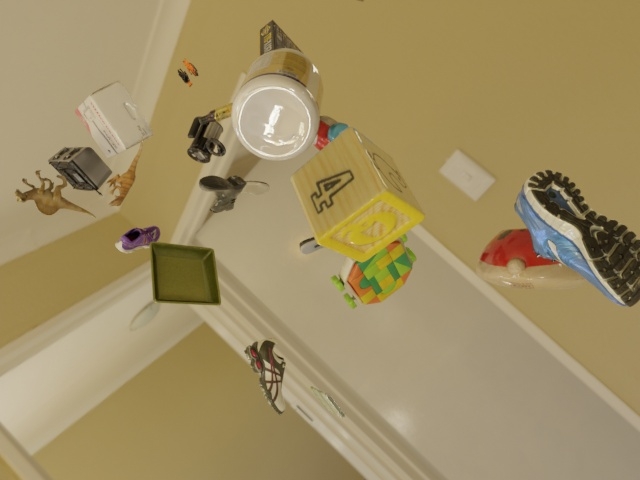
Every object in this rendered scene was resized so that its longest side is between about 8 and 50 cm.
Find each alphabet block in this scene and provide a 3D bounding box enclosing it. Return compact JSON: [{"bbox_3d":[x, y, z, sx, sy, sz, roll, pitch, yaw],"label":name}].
[{"bbox_3d":[0.081,-0.096,1.110,0.193,0.197,0.192,-39,-35,24],"label":"alphabet block"}]

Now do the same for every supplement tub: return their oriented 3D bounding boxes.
[{"bbox_3d":[-0.114,-0.407,1.440,0.241,0.241,0.331,-52,19,32],"label":"supplement tub"}]

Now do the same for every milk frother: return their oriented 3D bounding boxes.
[{"bbox_3d":[-0.368,-0.346,1.694,0.129,0.143,0.134,91,-166,-65],"label":"milk frother"}]

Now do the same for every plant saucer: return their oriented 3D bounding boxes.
[{"bbox_3d":[-0.381,0.102,1.376,0.188,0.188,0.045,8,-38,-34],"label":"plant saucer"}]

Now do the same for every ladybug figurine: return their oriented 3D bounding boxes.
[{"bbox_3d":[0.612,0.049,1.426,0.449,0.305,0.161,2,-90,-60],"label":"ladybug figurine"}]

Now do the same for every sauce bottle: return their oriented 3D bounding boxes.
[{"bbox_3d":[-0.329,-0.406,1.604,0.128,0.042,0.042,-22,-7,2],"label":"sauce bottle"}]

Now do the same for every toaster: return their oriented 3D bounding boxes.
[{"bbox_3d":[-0.925,-0.275,1.927,0.110,0.168,0.185,-60,-41,-30],"label":"toaster"}]

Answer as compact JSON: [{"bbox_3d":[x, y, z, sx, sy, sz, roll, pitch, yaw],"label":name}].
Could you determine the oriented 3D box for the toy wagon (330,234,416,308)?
[{"bbox_3d":[0.159,0.071,1.539,0.267,0.068,0.344,-38,-41,-3],"label":"toy wagon"}]

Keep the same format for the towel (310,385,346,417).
[{"bbox_3d":[0.026,0.581,1.801,0.023,0.113,0.152,-39,11,-21],"label":"towel"}]

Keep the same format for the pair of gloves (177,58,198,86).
[{"bbox_3d":[-0.479,-0.606,1.795,0.083,0.074,0.010,-36,8,42],"label":"pair of gloves"}]

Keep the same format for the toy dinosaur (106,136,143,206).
[{"bbox_3d":[-0.549,-0.183,1.423,0.112,0.064,0.211,-3,67,41],"label":"toy dinosaur"}]

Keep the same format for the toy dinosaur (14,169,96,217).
[{"bbox_3d":[-0.593,-0.098,1.099,0.053,0.092,0.183,-14,-17,29],"label":"toy dinosaur"}]

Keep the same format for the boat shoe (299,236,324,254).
[{"bbox_3d":[0.000,0.000,1.559,0.142,0.040,0.049,-19,-50,-8],"label":"boat shoe"}]

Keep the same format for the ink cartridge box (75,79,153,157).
[{"bbox_3d":[-0.724,-0.414,1.732,0.117,0.207,0.283,-40,23,-27],"label":"ink cartridge box"}]

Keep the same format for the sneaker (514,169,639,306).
[{"bbox_3d":[0.550,0.002,1.064,0.130,0.330,0.147,-33,-15,-14],"label":"sneaker"}]

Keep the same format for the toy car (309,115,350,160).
[{"bbox_3d":[0.016,-0.262,1.632,0.238,0.210,0.219,-53,29,3],"label":"toy car"}]

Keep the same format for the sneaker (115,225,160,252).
[{"bbox_3d":[-0.565,-0.013,1.570,0.071,0.068,0.170,-53,-7,29],"label":"sneaker"}]

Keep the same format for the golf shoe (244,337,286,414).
[{"bbox_3d":[-0.161,0.469,1.712,0.120,0.272,0.105,-23,10,-17],"label":"golf shoe"}]

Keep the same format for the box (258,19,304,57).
[{"bbox_3d":[-0.116,-0.633,1.845,0.079,0.257,0.321,-28,46,24],"label":"box"}]

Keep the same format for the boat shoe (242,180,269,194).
[{"bbox_3d":[-0.329,-0.254,2.278,0.064,0.206,0.075,-77,-19,-45],"label":"boat shoe"}]

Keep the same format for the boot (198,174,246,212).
[{"bbox_3d":[-0.410,-0.176,2.010,0.247,0.083,0.161,-12,-42,-57],"label":"boot"}]
